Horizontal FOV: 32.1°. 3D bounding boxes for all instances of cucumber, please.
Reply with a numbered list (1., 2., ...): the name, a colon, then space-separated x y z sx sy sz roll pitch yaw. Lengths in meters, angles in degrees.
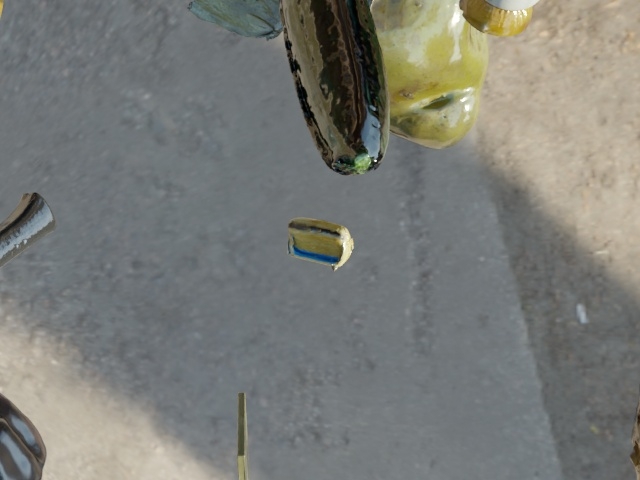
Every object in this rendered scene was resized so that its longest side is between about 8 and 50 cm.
1. cucumber: 0.001 -0.093 0.404 0.036 0.033 0.184 -12 57 10

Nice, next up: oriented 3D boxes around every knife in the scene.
1. knife: -0.253 0.024 0.705 0.230 0.028 0.060 -50 122 -48

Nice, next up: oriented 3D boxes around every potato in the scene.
1. potato: 0.103 -0.257 1.421 0.351 0.218 0.202 66 29 -42

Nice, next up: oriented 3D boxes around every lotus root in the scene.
1. lotus root: -0.097 -0.347 1.555 0.144 0.070 0.143 38 107 -9

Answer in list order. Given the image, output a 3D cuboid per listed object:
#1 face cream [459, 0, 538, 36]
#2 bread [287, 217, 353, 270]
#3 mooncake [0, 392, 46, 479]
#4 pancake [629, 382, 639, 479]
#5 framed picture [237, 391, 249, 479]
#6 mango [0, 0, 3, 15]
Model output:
1. face cream: 0.124 -0.199 0.644 0.051 0.182 0.072 10 53 -2
2. bread: 0.000 0.000 1.794 0.053 0.106 0.072 -42 140 -56
3. mooncake: -0.465 0.278 1.288 0.283 0.283 0.141 -37 113 -20
4. pancake: 0.191 0.051 0.429 0.056 0.257 0.212 11 70 -17
5. framed picture: -0.077 0.277 1.147 0.010 0.136 0.200 -3 109 -4
6. mango: -0.537 -0.351 1.626 0.138 0.113 0.253 6 107 -32
